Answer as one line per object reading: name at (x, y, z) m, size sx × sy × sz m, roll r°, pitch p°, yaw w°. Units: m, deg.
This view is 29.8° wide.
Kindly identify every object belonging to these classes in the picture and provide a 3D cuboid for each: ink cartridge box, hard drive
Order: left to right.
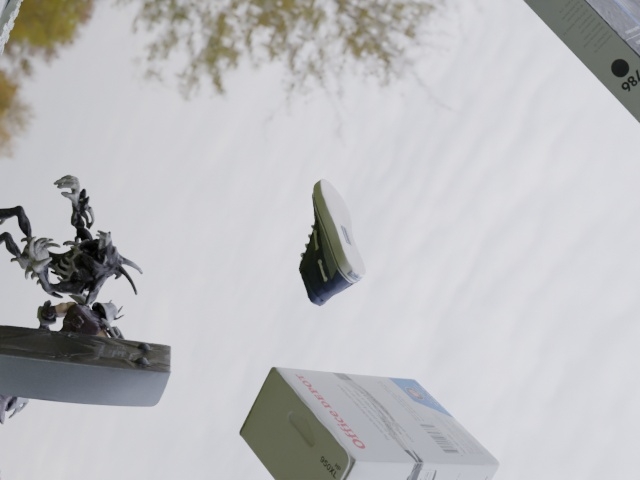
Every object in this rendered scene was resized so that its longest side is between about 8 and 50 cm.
hard drive at (-0.301, 0.141, 1.382) m, size 0.172 × 0.255 × 0.054 m, roll -138°, pitch -124°, yaw -81°
ink cartridge box at (0.090, 0.389, 2.246) m, size 0.285 × 0.395 × 0.166 m, roll 43°, pitch -67°, yaw 44°
ink cartridge box at (0.351, -0.258, 1.447) m, size 0.065 × 0.332 × 0.165 m, roll -46°, pitch 170°, yaw 36°

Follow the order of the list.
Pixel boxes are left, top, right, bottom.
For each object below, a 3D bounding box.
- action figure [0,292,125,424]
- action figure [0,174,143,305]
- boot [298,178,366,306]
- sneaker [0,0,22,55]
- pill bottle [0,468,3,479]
action figure at (-0.449, 0.187, 2.024) m, size 0.185 × 0.285 × 0.099 m, roll 35°, pitch -31°, yaw 34°
action figure at (-0.387, 0.000, 1.715) m, size 0.164 × 0.276 × 0.141 m, roll -84°, pitch -171°, yaw -45°
boot at (0.000, 0.000, 1.705) m, size 0.086 × 0.069 × 0.190 m, roll -36°, pitch -138°, yaw 22°
sneaker at (-0.441, -0.328, 1.586) m, size 0.090 × 0.095 × 0.235 m, roll 155°, pitch -48°, yaw -67°
pill bottle at (-0.518, 0.381, 1.649) m, size 0.108 × 0.108 × 0.193 m, roll -57°, pitch -170°, yaw 30°
